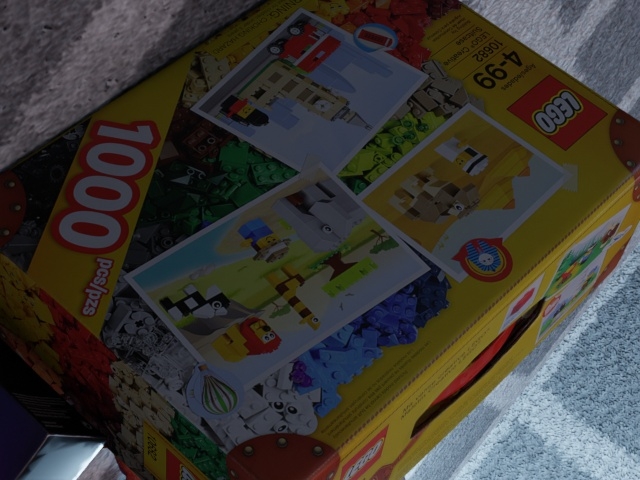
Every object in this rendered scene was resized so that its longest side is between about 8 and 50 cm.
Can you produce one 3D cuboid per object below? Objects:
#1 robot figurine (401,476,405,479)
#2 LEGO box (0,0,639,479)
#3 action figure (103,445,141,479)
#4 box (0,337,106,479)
[{"bbox_3d":[0.000,0.411,2.097,0.353,0.200,0.300,-29,173,-46],"label":"robot figurine"},{"bbox_3d":[0.000,0.000,1.174,0.500,0.372,0.193,-39,156,-30],"label":"LEGO box"},{"bbox_3d":[-0.227,0.255,1.552,0.280,0.139,0.091,-60,174,-60],"label":"action figure"},{"bbox_3d":[-0.333,0.203,1.084,0.261,0.184,0.103,-53,157,3],"label":"box"}]
